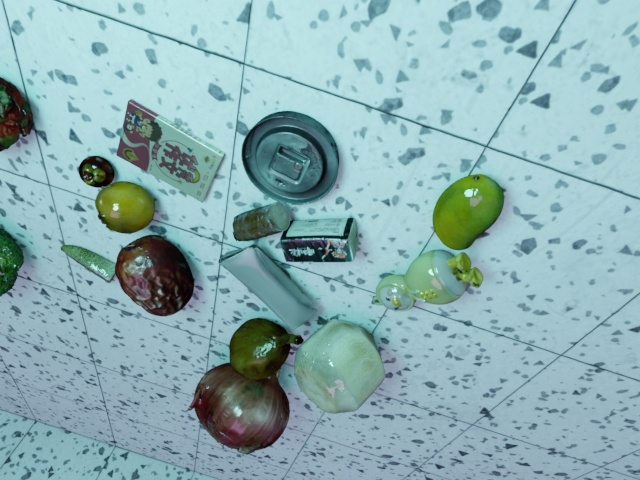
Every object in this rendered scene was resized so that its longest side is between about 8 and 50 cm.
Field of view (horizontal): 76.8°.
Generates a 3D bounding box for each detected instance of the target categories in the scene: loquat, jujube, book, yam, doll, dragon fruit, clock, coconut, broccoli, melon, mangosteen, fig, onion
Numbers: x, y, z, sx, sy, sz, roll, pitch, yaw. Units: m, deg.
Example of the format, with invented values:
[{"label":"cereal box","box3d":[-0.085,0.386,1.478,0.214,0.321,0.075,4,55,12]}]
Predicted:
[{"label":"loquat","box3d":[-0.487,-0.083,1.010,0.141,0.141,0.141,8,131,9]},{"label":"jujube","box3d":[-0.456,0.101,1.127,0.184,0.183,0.243,-4,129,18]},{"label":"book","box3d":[-0.356,-0.202,0.947,0.232,0.022,0.162,30,131,-11]},{"label":"yam","box3d":[-0.147,-0.043,0.979,0.141,0.079,0.079,-12,127,38]},{"label":"doll","box3d":[0.244,0.114,0.994,0.141,0.117,0.296,43,127,-18]},{"label":"dragon fruit","box3d":[-0.750,-0.277,0.893,0.189,0.182,0.182,-40,118,-7]},{"label":"clock","box3d":[-0.064,-0.175,0.879,0.215,0.041,0.214,7,131,8]},{"label":"coconut","box3d":[0.061,0.356,1.184,0.245,0.247,0.244,30,138,31]},{"label":"broccoli","box3d":[-1.075,0.061,1.197,0.298,0.297,0.297,1,101,4]},{"label":"melon","box3d":[-0.733,0.067,1.273,0.182,0.054,0.098,39,143,-18]},{"label":"mangosteen","box3d":[-0.554,-0.167,0.994,0.081,0.080,0.080,8,131,9]},{"label":"fig","box3d":[-0.141,0.335,1.223,0.291,0.190,0.190,-3,130,33]},{"label":"onion","box3d":[-0.279,0.572,1.403,0.354,0.353,0.353,8,131,9]}]

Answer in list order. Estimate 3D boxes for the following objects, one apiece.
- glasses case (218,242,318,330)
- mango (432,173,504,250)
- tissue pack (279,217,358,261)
[{"label":"glasses case","box3d":[-0.135,0.118,1.125,0.128,0.083,0.308,-27,118,26]},{"label":"mango","box3d":[0.303,-0.056,0.854,0.122,0.085,0.191,20,131,-7]},{"label":"tissue pack","box3d":[0.001,0.000,0.974,0.171,0.103,0.090,-2,122,16]}]
